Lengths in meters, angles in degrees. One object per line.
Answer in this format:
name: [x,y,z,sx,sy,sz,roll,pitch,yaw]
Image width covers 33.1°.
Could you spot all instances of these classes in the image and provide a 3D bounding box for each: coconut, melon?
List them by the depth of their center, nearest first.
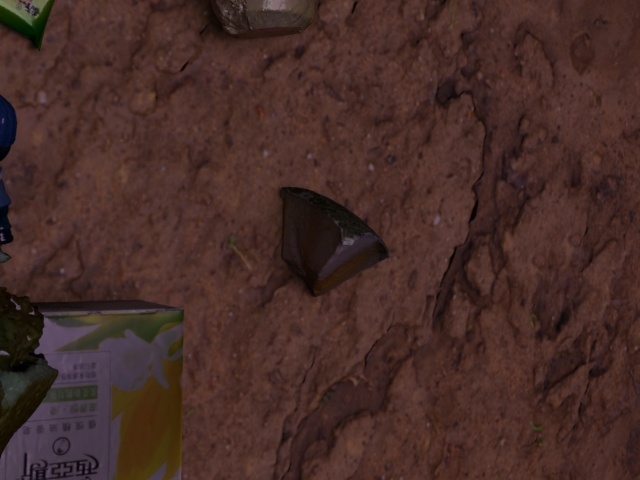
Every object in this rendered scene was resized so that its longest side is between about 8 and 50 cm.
coconut: [-0.061,-0.276,1.121,0.116,0.116,0.122,-7,94,-33]
melon: [0.000,-0.005,1.186,0.093,0.202,0.139,-41,79,-6]

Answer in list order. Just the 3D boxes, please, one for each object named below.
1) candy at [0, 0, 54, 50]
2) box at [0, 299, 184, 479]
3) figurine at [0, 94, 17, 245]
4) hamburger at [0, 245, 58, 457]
candy: [-0.318,-0.262,1.000,0.178,0.032,0.102,28,77,-31]
box: [-0.263,0.157,1.011,0.260,0.111,0.195,-1,92,-35]
figurine: [-0.317,-0.066,0.987,0.086,0.087,0.149,-32,115,-68]
hamburger: [-0.324,0.123,0.815,0.167,0.192,0.288,33,86,3]
